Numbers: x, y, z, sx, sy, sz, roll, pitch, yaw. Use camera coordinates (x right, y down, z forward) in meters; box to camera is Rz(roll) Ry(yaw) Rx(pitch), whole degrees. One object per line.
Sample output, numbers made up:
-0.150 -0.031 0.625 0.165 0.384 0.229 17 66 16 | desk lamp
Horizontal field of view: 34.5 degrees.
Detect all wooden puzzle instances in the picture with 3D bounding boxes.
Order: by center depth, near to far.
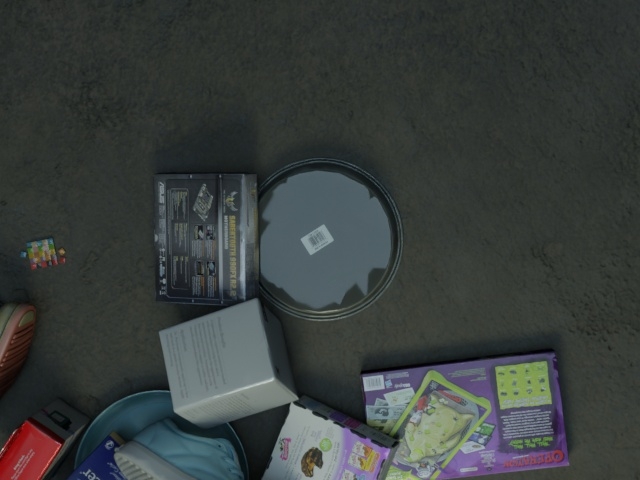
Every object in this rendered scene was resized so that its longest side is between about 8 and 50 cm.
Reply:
-0.504 0.024 1.868 0.083 0.006 0.049 -11 93 4 | wooden puzzle

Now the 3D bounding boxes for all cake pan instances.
0.000 0.000 1.815 0.293 0.054 0.293 0 94 4 | cake pan

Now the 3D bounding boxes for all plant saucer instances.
-0.284 0.424 1.864 0.317 0.044 0.318 0 94 3 | plant saucer

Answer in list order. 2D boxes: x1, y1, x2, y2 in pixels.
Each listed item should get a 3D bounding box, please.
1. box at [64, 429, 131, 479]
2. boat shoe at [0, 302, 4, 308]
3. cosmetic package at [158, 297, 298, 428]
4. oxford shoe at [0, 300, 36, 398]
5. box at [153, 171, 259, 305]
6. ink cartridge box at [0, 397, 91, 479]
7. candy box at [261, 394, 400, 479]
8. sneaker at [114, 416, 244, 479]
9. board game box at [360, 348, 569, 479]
-0.383 0.450 1.760 0.136 0.036 0.225 44 51 -1 | box
-0.611 0.115 1.860 0.142 0.049 0.040 42 95 -2 | boat shoe
-0.155 0.213 1.760 0.183 0.151 0.151 -18 65 7 | cosmetic package
-0.642 0.259 1.820 0.146 0.140 0.397 33 98 5 | oxford shoe
-0.200 -0.004 1.797 0.183 0.056 0.231 0 94 22 | box
-0.491 0.367 1.777 0.078 0.231 0.134 34 95 1 | ink cartridge box
0.016 0.388 1.804 0.196 0.070 0.165 24 100 16 | candy box
-0.171 0.400 1.714 0.366 0.135 0.150 28 54 26 | sneaker
0.254 0.314 1.826 0.346 0.056 0.208 -7 89 4 | board game box
